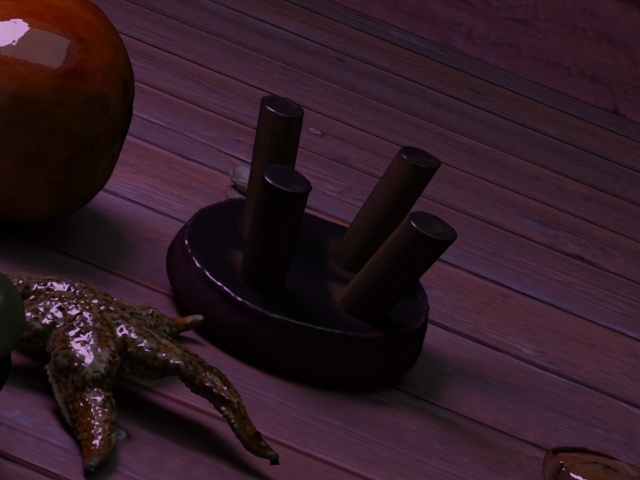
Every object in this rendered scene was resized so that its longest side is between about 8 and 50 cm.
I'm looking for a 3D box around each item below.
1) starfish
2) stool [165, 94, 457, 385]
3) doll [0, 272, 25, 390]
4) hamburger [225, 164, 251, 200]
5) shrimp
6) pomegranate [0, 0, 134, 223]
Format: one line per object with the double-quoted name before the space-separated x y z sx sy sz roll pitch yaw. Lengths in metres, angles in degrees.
"starfish" -0.214 0.084 1.548 0.358 0.078 0.347 11 23 -30
"stool" 0.000 0.000 1.811 0.272 0.178 0.272 19 26 -10
"doll" -0.340 0.026 1.393 0.198 0.186 0.322 -18 52 -16
"hamburger" -0.070 -0.055 2.148 0.084 0.054 0.121 17 15 0
"shrimp" 0.339 0.258 1.685 0.289 0.075 0.178 17 10 31
"pomegranate" -0.320 -0.143 1.837 0.270 0.229 0.252 14 24 5
